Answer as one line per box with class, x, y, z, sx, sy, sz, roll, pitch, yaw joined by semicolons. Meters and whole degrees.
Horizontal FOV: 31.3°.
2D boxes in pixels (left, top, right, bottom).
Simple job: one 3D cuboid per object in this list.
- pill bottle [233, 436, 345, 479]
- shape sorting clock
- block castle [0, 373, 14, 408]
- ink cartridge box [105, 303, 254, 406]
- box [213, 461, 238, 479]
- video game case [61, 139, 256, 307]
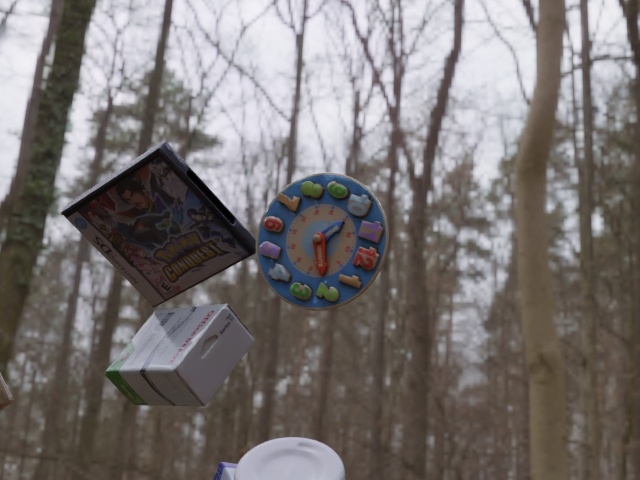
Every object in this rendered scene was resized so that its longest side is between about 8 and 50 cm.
pill bottle;-0.027;0.306;1.166;0.112;0.112;0.187;1;-61;7
shape sorting clock;0.000;0.000;1.667;0.206;0.206;0.040;-3;-12;16
block castle;-0.762;0.277;1.861;0.453;0.213;0.303;-28;-3;9
ink cartridge box;-0.227;0.186;1.843;0.208;0.153;0.087;-8;-53;50
box;-0.119;0.414;1.677;0.072;0.126;0.137;16;9;-25
video game case;-0.283;-0.021;2.001;0.274;0.035;0.248;-27;-66;35
